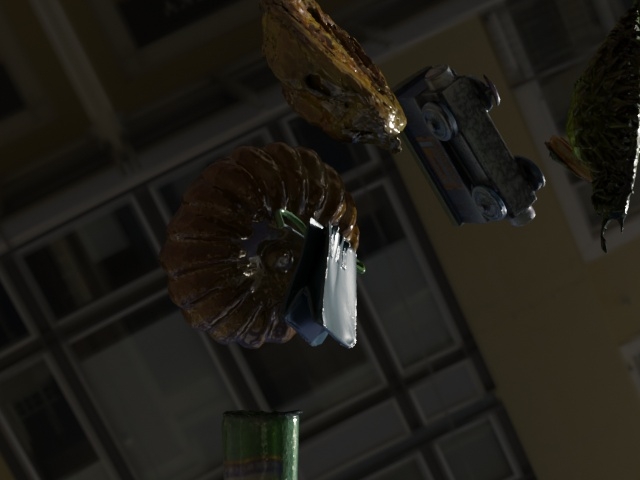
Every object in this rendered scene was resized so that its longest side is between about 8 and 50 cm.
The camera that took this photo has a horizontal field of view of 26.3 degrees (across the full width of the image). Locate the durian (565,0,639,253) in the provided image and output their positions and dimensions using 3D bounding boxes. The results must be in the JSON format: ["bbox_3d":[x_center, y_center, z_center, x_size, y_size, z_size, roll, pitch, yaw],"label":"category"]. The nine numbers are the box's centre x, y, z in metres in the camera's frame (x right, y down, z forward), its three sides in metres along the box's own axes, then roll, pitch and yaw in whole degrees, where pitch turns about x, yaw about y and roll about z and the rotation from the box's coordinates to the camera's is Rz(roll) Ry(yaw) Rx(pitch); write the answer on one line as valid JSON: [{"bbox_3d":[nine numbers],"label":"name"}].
[{"bbox_3d":[0.395,-0.170,1.889,0.106,0.375,0.132,10,177,4],"label":"durian"}]

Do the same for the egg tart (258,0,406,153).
[{"bbox_3d":[0.004,-0.223,1.904,0.132,0.297,0.297,-45,-166,10],"label":"egg tart"}]

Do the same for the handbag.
[{"bbox_3d":[0.009,0.059,1.781,0.057,0.144,0.221,6,168,14],"label":"handbag"}]

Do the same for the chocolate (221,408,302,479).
[{"bbox_3d":[-0.076,0.365,1.767,0.110,0.291,0.110,-1,174,0],"label":"chocolate"}]

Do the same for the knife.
[{"bbox_3d":[-0.001,0.001,2.001,0.015,0.212,0.054,-40,-132,18],"label":"knife"}]

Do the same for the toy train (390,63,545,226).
[{"bbox_3d":[0.234,-0.152,2.257,0.131,0.300,0.202,-36,-164,-19],"label":"toy train"}]

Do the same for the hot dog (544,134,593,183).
[{"bbox_3d":[0.433,-0.132,2.342,0.041,0.133,0.056,-53,152,16],"label":"hot dog"}]

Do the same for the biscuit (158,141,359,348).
[{"bbox_3d":[-0.076,0.015,2.043,0.325,0.326,0.107,-32,-150,-21],"label":"biscuit"}]
